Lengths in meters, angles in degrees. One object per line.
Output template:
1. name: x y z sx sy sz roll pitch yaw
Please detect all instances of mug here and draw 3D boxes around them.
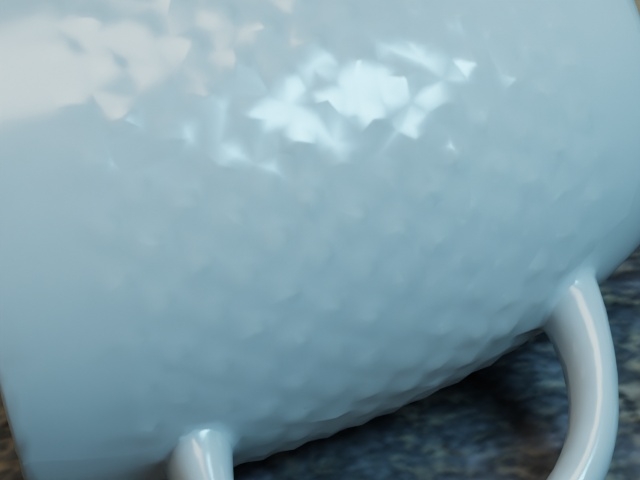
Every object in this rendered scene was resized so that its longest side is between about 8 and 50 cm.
1. mug: 0.000 0.000 0.852 0.328 0.276 0.374 -15 63 -10
